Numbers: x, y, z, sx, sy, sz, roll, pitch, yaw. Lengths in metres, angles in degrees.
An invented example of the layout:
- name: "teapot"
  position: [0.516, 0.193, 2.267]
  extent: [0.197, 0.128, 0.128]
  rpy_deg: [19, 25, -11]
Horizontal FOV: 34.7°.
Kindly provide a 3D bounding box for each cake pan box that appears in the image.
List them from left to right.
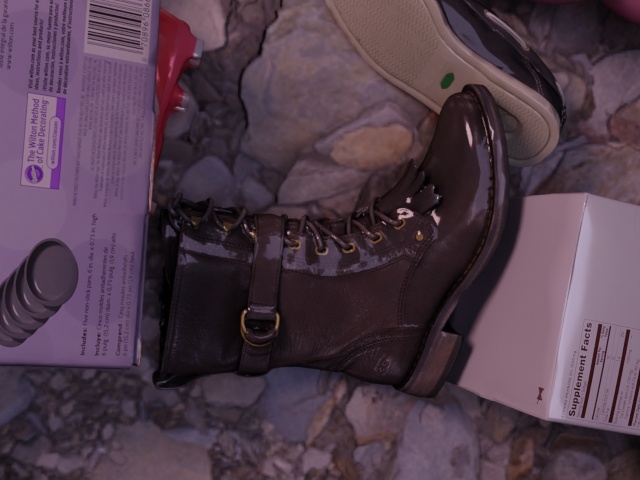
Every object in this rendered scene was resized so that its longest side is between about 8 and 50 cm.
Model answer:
- name: "cake pan box"
  position: [-0.219, -0.061, 0.585]
  extent: [0.245, 0.070, 0.267]
  rpy_deg: [4, 87, -33]

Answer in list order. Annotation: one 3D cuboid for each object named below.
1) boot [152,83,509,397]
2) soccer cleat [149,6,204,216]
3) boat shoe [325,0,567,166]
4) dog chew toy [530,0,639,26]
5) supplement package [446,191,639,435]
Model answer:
- name: "boot"
  position: [0.000, 0.000, 0.730]
  extent: [0.229, 0.091, 0.263]
  rpy_deg: [10, 104, -13]
- name: "soccer cleat"
  position: [-0.156, -0.048, 0.711]
  extent: [0.095, 0.083, 0.248]
  rpy_deg: [18, 85, -6]
- name: "boat shoe"
  position: [0.093, -0.155, 0.782]
  extent: [0.233, 0.084, 0.079]
  rpy_deg: [41, 46, -6]
- name: "dog chew toy"
  position: [0.194, -0.259, 0.738]
  extent: [0.331, 0.206, 0.207]
  rpy_deg: [4, 91, -6]
- name: "supplement package"
  position: [0.223, 0.057, 0.749]
  extent: [0.203, 0.194, 0.149]
  rpy_deg: [11, 88, -15]
